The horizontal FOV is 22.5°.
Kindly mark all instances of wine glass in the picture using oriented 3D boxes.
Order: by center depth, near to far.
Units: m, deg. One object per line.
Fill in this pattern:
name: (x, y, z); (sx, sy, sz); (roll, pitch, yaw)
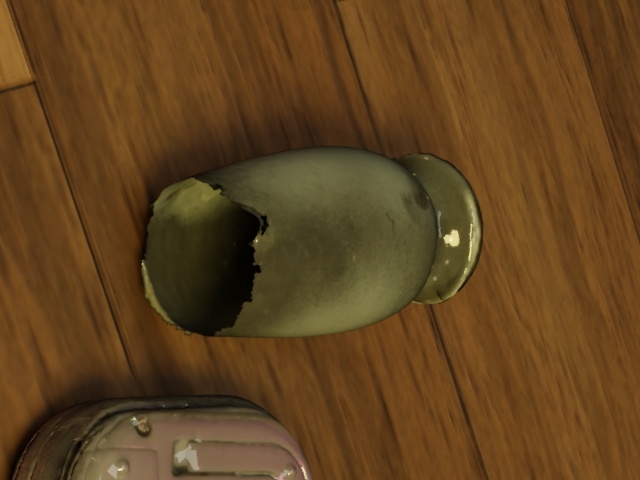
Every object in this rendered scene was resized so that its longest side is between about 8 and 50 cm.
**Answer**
wine glass: (0.000, 0.000, 0.939); (0.204, 0.111, 0.111); (-6, 85, -47)

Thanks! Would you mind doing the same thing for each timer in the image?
timer: (-0.076, 0.186, 0.859); (0.190, 0.069, 0.209); (5, 77, -46)
